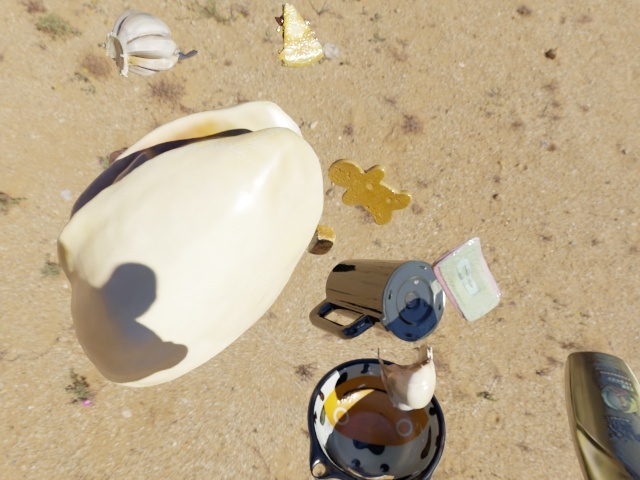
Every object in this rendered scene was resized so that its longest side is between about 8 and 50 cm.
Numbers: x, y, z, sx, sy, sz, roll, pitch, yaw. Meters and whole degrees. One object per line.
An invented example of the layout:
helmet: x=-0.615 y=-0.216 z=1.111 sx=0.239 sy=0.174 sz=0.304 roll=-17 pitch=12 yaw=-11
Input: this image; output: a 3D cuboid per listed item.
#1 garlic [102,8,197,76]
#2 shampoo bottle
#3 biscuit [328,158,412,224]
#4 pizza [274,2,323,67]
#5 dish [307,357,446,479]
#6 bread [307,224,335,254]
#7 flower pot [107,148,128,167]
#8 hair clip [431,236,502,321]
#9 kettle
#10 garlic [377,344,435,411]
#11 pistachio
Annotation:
garlic: x=-0.345 y=-0.414 z=0.955 sx=0.194 sy=0.127 sz=0.131 roll=-9 pitch=51 yaw=-43
shampoo bottle: x=0.472 y=0.326 z=0.711 sx=0.126 sy=0.084 sz=0.350 roll=6 pitch=31 yaw=18
biscuit: x=0.109 y=-0.124 z=1.046 sx=0.205 sy=0.138 sz=0.031 roll=31 pitch=41 yaw=-17
pizza: x=-0.087 y=-0.645 z=1.413 sx=0.154 sy=0.069 sz=0.193 roll=-20 pitch=99 yaw=-14
dish: x=0.106 y=0.390 z=0.909 sx=0.303 sy=0.120 sz=0.303 roll=2 pitch=42 yaw=-2
bread: x=0.002 y=0.002 z=1.399 sx=0.070 sy=0.083 sz=0.076 roll=11 pitch=42 yaw=-24
flower pot: x=-0.406 y=-0.141 z=0.951 sx=0.111 sy=0.089 sz=0.111 roll=11 pitch=32 yaw=-7
hair clip: x=0.154 y=0.041 z=0.467 sx=0.054 sy=0.137 sz=0.022 roll=-34 pitch=45 yaw=8
kettle: x=0.147 y=0.173 z=1.223 sx=0.203 sy=0.308 sz=0.262 roll=34 pitch=74 yaw=-26
garlic: x=0.164 y=0.262 z=0.847 sx=0.099 sy=0.174 sz=0.124 roll=-2 pitch=74 yaw=-2
pistachio: x=-0.124 y=0.009 z=0.438 sx=0.214 sy=0.193 sz=0.318 roll=34 pitch=113 yaw=-31
